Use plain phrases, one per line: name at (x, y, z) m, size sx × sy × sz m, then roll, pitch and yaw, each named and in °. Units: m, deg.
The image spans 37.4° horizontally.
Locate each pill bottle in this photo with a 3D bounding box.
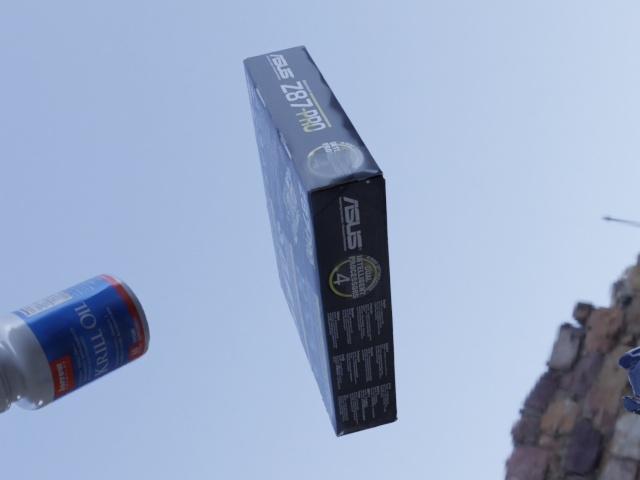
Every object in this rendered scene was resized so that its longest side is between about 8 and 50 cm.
pill bottle at (-0.333, 0.135, 1.170) m, size 0.221 × 0.124 × 0.124 m, roll -27°, pitch -61°, yaw -37°

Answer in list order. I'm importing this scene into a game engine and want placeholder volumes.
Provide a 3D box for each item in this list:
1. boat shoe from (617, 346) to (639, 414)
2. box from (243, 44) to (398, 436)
boat shoe at (0.507, 0.147, 1.109) m, size 0.340 × 0.158 × 0.127 m, roll 2°, pitch -99°, yaw -30°
box at (0.000, 0.000, 1.199) m, size 0.097 × 0.318 × 0.395 m, roll -13°, pitch -52°, yaw -8°
